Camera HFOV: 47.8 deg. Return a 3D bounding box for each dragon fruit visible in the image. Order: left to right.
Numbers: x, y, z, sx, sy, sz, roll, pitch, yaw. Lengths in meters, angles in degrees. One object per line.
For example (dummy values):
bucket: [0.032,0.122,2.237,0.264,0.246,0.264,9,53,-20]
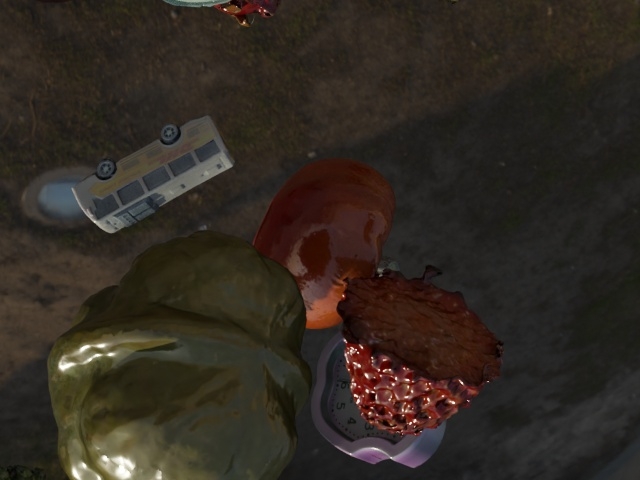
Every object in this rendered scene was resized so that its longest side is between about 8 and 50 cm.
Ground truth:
dragon fruit: [-0.138,-0.425,1.164,0.166,0.133,0.136,35,93,-24]

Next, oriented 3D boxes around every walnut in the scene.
walnut: [-0.142,0.144,0.764,0.277,0.282,0.253,-27,111,42]

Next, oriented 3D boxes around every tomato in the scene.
tomato: [0.001,-0.002,1.065,0.180,0.260,0.260,29,125,-5]

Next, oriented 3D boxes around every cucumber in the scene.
cucumber: [0.083,0.049,1.300,0.064,0.111,0.064,-41,140,-47]

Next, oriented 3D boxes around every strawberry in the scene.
strawberry: [0.105,0.155,0.926,0.233,0.234,0.178,2,123,-30]

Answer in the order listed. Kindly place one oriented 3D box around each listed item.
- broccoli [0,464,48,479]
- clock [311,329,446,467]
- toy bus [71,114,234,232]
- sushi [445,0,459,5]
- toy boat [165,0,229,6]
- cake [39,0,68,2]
broccoli: [-0.332,0.354,0.913,0.304,0.145,0.165,-22,107,42]
clock: [0.143,0.313,1.551,0.338,0.339,0.102,-37,136,15]
toy bus: [-0.361,-0.144,1.577,0.342,0.138,0.097,-30,160,-1]
sushi: [0.243,-0.578,1.412,0.213,0.200,0.204,12,111,-19]
toy boat: [-0.151,-0.394,0.985,0.207,0.079,0.134,-11,156,35]
cake: [-0.468,-0.529,1.217,0.185,0.178,0.207,-24,152,32]
